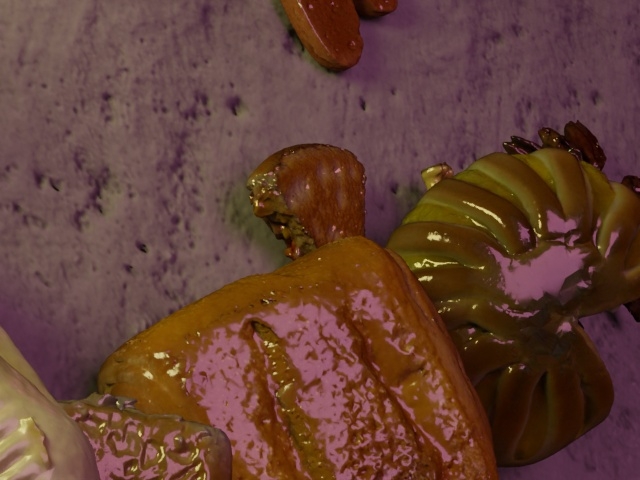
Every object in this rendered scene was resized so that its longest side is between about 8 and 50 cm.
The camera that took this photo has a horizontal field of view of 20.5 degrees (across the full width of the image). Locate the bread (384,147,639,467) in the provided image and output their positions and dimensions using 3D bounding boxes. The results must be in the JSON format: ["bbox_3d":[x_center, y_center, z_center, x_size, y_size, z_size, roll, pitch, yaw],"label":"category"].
[{"bbox_3d":[0.203,0.066,1.787,0.333,0.160,0.333,0,91,-22],"label":"bread"}]

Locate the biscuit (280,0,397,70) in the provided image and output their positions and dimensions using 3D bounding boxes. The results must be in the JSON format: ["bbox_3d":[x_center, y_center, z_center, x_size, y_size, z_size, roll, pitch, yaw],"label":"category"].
[{"bbox_3d":[0.020,-0.282,1.999,0.192,0.036,0.186,-19,83,-48],"label":"biscuit"}]

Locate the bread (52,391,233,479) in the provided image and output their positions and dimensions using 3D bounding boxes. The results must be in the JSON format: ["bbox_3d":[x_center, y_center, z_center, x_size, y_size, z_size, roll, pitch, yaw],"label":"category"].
[{"bbox_3d":[-0.173,0.242,1.385,0.195,0.176,0.246,11,63,-20],"label":"bread"}]

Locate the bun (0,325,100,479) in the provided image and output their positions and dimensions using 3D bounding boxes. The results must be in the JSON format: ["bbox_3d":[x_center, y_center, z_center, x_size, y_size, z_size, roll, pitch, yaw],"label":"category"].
[{"bbox_3d":[-0.323,0.190,1.215,0.361,0.213,0.361,0,72,-1],"label":"bun"}]

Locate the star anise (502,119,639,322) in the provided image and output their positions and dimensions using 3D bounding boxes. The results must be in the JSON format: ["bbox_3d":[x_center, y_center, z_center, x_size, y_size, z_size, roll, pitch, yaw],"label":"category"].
[{"bbox_3d":[0.316,-0.035,2.095,0.288,0.088,0.288,24,49,-31],"label":"star anise"}]

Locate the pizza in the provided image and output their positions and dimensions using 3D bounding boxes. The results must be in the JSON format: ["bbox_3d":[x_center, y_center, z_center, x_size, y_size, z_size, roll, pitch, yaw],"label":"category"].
[{"bbox_3d":[0.000,0.000,1.793,0.188,0.062,0.199,-9,80,-54],"label":"pizza"}]

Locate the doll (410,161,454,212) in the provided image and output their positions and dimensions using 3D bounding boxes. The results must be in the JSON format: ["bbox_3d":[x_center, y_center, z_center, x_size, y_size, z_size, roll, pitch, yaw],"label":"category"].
[{"bbox_3d":[0.155,0.015,1.911,0.129,0.081,0.207,24,43,-76],"label":"doll"}]

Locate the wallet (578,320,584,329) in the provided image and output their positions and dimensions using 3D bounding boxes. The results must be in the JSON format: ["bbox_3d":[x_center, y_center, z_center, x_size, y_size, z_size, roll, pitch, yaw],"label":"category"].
[{"bbox_3d":[0.240,0.059,2.014,0.157,0.018,0.082,51,41,-7],"label":"wallet"}]

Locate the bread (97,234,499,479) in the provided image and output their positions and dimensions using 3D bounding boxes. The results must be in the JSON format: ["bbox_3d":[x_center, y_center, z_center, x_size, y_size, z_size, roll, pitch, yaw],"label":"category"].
[{"bbox_3d":[0.006,0.179,1.573,0.337,0.148,0.328,-22,82,-31],"label":"bread"}]
